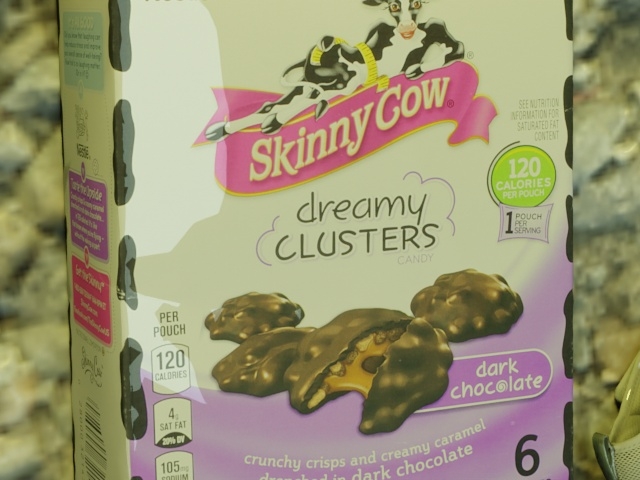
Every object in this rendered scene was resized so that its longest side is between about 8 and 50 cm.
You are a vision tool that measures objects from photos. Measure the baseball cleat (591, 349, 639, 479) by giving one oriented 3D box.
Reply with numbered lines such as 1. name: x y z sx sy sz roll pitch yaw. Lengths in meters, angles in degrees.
1. baseball cleat: 0.203 0.057 0.635 0.206 0.072 0.109 -27 100 -22

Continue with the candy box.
1. candy box: 0.000 0.000 0.537 0.165 0.070 0.196 -5 100 -23
